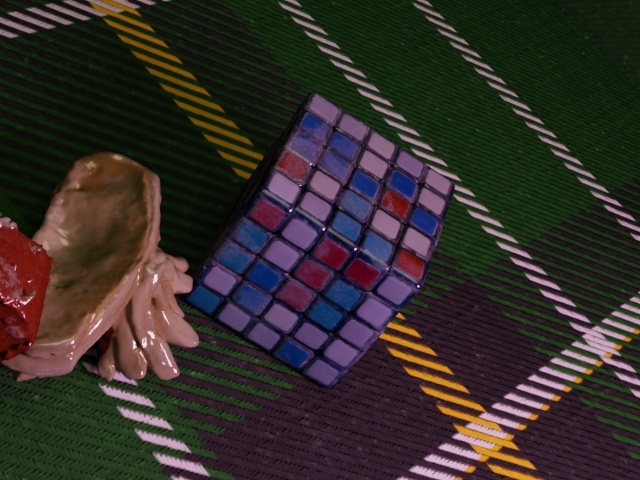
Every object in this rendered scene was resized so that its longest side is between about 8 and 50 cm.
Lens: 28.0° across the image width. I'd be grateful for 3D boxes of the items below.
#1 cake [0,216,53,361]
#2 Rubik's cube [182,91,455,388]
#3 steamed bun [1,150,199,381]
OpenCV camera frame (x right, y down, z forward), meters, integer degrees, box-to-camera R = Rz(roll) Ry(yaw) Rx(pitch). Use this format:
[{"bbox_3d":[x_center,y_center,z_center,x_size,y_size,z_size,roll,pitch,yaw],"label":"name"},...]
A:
[{"bbox_3d":[-0.477,0.071,1.607,0.151,0.283,0.177,-86,153,-46],"label":"cake"},{"bbox_3d":[0.000,0.000,2.015,0.287,0.292,0.293,33,38,-7],"label":"Rubik's cube"},{"bbox_3d":[-0.297,0.064,1.848,0.247,0.189,0.428,3,43,4],"label":"steamed bun"}]
